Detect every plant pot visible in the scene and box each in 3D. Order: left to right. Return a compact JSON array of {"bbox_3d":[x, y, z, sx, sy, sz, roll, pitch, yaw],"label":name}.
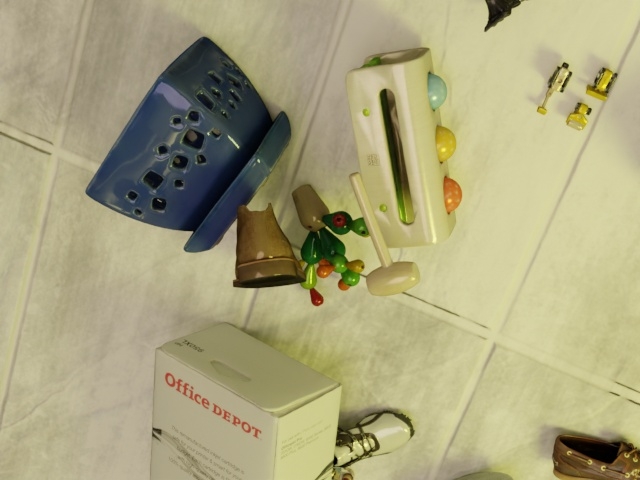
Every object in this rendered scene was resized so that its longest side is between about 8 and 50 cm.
[{"bbox_3d":[-0.184,-0.136,1.605,0.212,0.236,0.236,36,116,-7],"label":"plant pot"}]

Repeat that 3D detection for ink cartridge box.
[{"bbox_3d":[-0.134,0.376,1.761,0.285,0.166,0.395,23,118,35],"label":"ink cartridge box"}]

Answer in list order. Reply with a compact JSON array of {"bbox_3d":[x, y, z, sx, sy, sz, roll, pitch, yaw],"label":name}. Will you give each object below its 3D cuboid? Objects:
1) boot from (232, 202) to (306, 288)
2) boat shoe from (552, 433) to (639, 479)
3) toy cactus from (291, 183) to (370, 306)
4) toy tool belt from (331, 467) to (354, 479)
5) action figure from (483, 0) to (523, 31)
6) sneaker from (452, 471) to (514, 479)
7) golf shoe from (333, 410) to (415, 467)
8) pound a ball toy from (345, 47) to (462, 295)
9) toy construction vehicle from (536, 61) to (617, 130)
[{"bbox_3d":[-0.082,0.013,1.570,0.112,0.305,0.115,-9,83,-5],"label":"boot"},{"bbox_3d":[0.472,0.354,1.672,0.206,0.073,0.073,5,113,15],"label":"boat shoe"},{"bbox_3d":[0.000,0.000,1.659,0.181,0.112,0.219,62,154,16],"label":"toy cactus"},{"bbox_3d":[0.014,0.415,1.844,0.083,0.051,0.052,27,115,5],"label":"toy tool belt"},{"bbox_3d":[0.199,-0.431,1.425,0.164,0.141,0.276,-30,101,36],"label":"action figure"},{"bbox_3d":[0.242,0.505,1.787,0.292,0.108,0.169,-28,102,34],"label":"sneaker"},{"bbox_3d":[0.064,0.349,1.783,0.198,0.094,0.077,-20,102,21],"label":"golf shoe"},{"bbox_3d":[0.128,-0.102,1.530,0.135,0.208,0.319,-6,107,18],"label":"pound a ball toy"},{"bbox_3d":[0.367,-0.214,1.517,0.085,0.035,0.098,20,117,-3],"label":"toy construction vehicle"}]
